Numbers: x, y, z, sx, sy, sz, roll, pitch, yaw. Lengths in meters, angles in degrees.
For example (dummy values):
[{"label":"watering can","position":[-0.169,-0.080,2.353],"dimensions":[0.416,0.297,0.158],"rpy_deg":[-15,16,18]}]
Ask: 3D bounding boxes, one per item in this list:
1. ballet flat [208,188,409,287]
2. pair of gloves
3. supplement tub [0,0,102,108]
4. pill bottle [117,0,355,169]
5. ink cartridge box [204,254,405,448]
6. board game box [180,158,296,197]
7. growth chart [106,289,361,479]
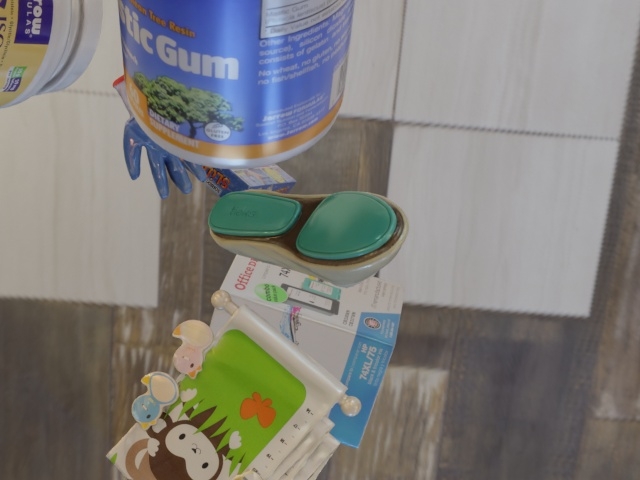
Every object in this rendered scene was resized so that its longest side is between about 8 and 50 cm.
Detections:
[{"label":"ballet flat","position":[0.000,0.000,1.009],"dimensions":[0.086,0.248,0.086],"rpy_deg":[-9,104,-39]},{"label":"pair of gloves","position":[-0.125,-0.136,1.242],"dimensions":[0.198,0.023,0.159],"rpy_deg":[-21,73,-8]},{"label":"supplement tub","position":[-0.429,-0.261,1.257],"dimensions":[0.241,0.331,0.240],"rpy_deg":[5,100,34]},{"label":"pill bottle","position":[-0.050,-0.184,0.693],"dimensions":[0.152,0.152,0.272],"rpy_deg":[4,142,-1]},{"label":"ink cartridge box","position":[-0.032,0.153,1.768],"dimensions":[0.270,0.198,0.197],"rpy_deg":[17,116,1]},{"label":"board game box","position":[-0.117,-0.100,1.428],"dimensions":[0.136,0.201,0.035],"rpy_deg":[40,103,9]},{"label":"growth chart","position":[-0.082,0.174,0.910],"dimensions":[0.172,0.021,0.237],"rpy_deg":[30,87,5]}]
